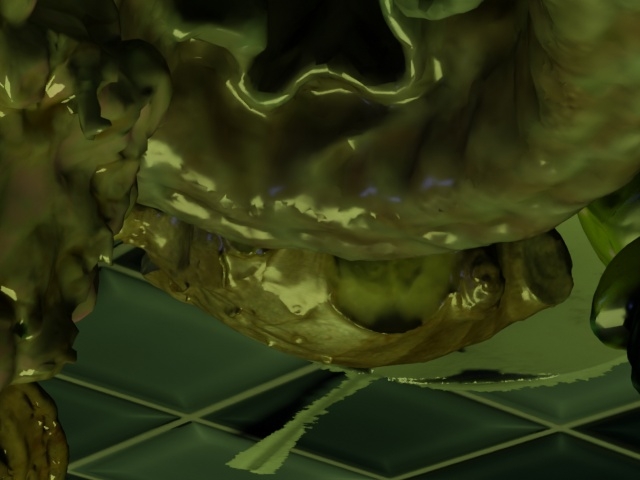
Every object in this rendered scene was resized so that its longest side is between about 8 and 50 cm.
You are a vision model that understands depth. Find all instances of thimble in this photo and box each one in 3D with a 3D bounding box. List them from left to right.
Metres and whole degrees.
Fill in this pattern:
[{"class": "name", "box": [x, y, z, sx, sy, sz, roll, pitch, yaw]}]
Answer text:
[{"class": "thimble", "box": [0.006, -0.102, 0.467, 0.196, 0.148, 0.229, 0, 152, 14]}]

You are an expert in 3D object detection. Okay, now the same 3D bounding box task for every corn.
[{"class": "corn", "box": [-0.171, -0.076, 0.414, 0.335, 0.127, 0.126, 33, 174, 37]}]

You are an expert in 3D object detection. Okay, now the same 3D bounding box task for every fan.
[{"class": "fan", "box": [0.035, 0.063, 0.949, 0.233, 0.012, 0.414, 17, 149, -22]}]

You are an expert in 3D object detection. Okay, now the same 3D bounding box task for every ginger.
[{"class": "ginger", "box": [0.000, 0.000, 0.729, 0.216, 0.102, 0.157, 13, 177, -22]}]

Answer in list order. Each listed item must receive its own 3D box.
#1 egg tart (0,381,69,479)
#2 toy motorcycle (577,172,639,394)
[{"class": "egg tart", "box": [-0.257, 0.043, 0.853, 0.297, 0.132, 0.297, 14, 147, 10]}, {"class": "toy motorcycle", "box": [0.219, -0.015, 0.539, 0.342, 0.206, 0.142, -10, 136, -20]}]
